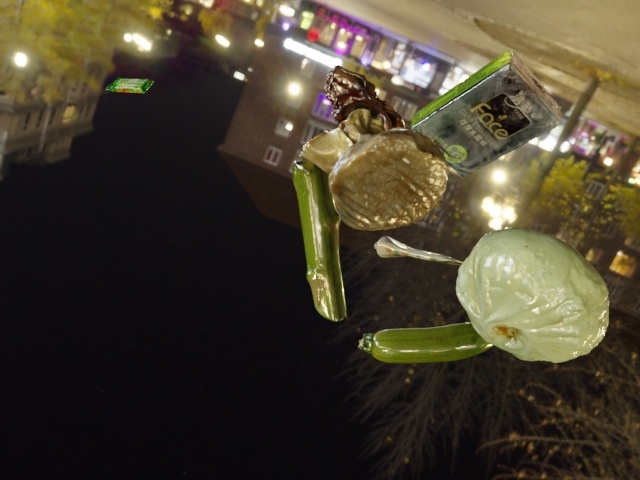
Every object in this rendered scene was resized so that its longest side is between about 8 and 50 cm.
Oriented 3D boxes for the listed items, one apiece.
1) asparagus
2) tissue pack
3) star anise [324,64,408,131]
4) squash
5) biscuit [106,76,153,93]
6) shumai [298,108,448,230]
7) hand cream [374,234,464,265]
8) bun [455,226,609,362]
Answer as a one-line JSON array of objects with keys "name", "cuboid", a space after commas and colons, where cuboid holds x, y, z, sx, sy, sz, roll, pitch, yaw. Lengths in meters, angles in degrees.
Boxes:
[{"name": "asparagus", "cuboid": [0.000, 0.000, 1.109, 0.067, 0.278, 0.060, -7, -173, -15]}, {"name": "tissue pack", "cuboid": [0.320, -0.237, 1.290, 0.173, 0.235, 0.073, 39, -137, -26]}, {"name": "star anise", "cuboid": [0.090, -0.273, 1.443, 0.220, 0.126, 0.190, 58, -163, 21]}, {"name": "squash", "cuboid": [0.198, 0.188, 1.207, 0.258, 0.069, 0.069, -6, -163, 2]}, {"name": "biscuit", "cuboid": [-0.369, -0.302, 1.299, 0.089, 0.016, 0.046, 6, -137, 20]}, {"name": "shumai", "cuboid": [0.070, -0.105, 0.893, 0.209, 0.161, 0.153, 31, -156, -55]}, {"name": "hand cream", "cuboid": [0.152, 0.021, 1.037, 0.165, 0.037, 0.057, 14, -179, 41]}, {"name": "bun", "cuboid": [0.253, 0.079, 0.831, 0.195, 0.118, 0.195, 34, 157, 17]}]
